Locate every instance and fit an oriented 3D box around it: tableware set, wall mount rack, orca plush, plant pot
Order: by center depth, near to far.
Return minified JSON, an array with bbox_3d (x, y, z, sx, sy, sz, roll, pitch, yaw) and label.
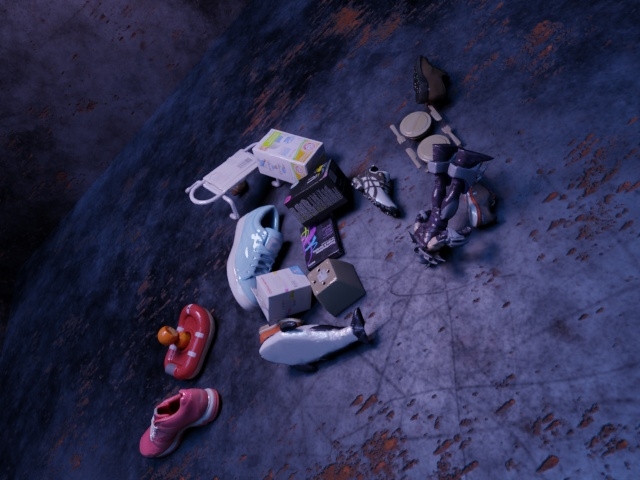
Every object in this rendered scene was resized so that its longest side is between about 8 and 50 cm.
[{"bbox_3d":[-0.015,0.225,1.115,0.287,0.151,0.102,-33,15,27],"label":"orca plush"},{"bbox_3d":[0.030,0.110,1.146,0.109,0.096,0.109,-40,44,17],"label":"plant pot"},{"bbox_3d":[0.281,-0.272,1.207,0.128,0.039,0.194,-30,53,10],"label":"tableware set"},{"bbox_3d":[-0.319,-0.217,1.563,0.304,0.131,0.350,30,59,31],"label":"wall mount rack"}]

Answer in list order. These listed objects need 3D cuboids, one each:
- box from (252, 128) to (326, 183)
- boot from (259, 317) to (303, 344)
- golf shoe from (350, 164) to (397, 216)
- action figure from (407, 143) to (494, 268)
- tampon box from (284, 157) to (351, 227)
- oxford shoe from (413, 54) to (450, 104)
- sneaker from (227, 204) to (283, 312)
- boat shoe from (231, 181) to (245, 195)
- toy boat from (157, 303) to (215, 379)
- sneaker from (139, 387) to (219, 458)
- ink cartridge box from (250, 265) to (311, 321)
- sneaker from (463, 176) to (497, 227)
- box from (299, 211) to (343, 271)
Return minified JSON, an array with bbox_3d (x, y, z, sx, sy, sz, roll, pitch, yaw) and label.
[{"bbox_3d":[-0.094,-0.260,1.423,0.203,0.103,0.114,21,58,26],"label":"box"},{"bbox_3d":[-0.103,0.260,1.207,0.157,0.059,0.085,-31,50,36],"label":"boot"},{"bbox_3d":[0.159,-0.141,1.205,0.094,0.077,0.198,-47,44,9],"label":"golf shoe"},{"bbox_3d":[0.272,-0.064,0.997,0.185,0.099,0.285,-130,50,-59],"label":"action figure"},{"bbox_3d":[-0.006,-0.138,1.307,0.161,0.101,0.120,-30,24,26],"label":"tampon box"},{"bbox_3d":[0.314,-0.457,1.278,0.096,0.083,0.227,-2,48,6],"label":"oxford shoe"},{"bbox_3d":[-0.185,0.033,1.363,0.150,0.135,0.366,-31,47,31],"label":"sneaker"},{"bbox_3d":[-0.332,-0.236,1.722,0.060,0.064,0.178,-56,34,27],"label":"boat shoe"},{"bbox_3d":[-0.437,0.308,1.406,0.150,0.151,0.231,0,65,42],"label":"toy boat"},{"bbox_3d":[-0.438,0.510,1.289,0.313,0.136,0.116,-41,43,16],"label":"sneaker"},{"bbox_3d":[-0.107,0.143,1.201,0.092,0.143,0.090,50,146,47],"label":"ink cartridge box"},{"bbox_3d":[0.363,-0.097,1.019,0.064,0.061,0.158,-5,58,9],"label":"sneaker"},{"bbox_3d":[0.000,0.000,1.294,0.116,0.029,0.162,-34,47,22],"label":"box"}]
